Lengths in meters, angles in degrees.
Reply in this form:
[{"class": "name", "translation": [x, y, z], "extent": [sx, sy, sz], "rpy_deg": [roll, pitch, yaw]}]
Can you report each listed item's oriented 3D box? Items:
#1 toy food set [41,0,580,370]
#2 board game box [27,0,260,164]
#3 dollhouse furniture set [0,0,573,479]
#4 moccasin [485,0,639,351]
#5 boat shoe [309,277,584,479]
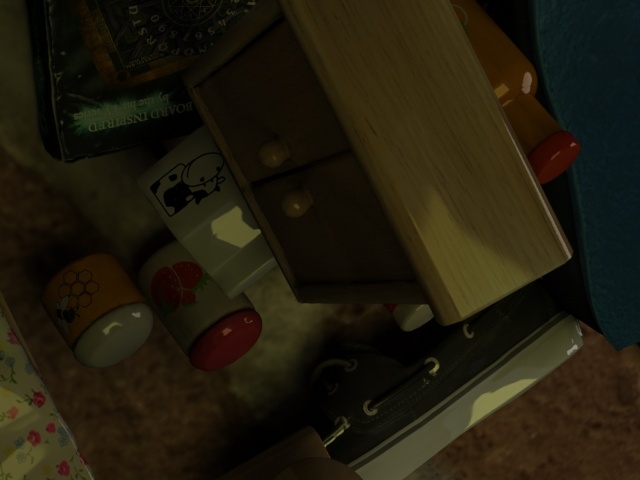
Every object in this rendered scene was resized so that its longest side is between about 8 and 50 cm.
[{"class": "toy food set", "translation": [0.000, 0.000, 0.628], "extent": [0.232, 0.104, 0.111], "rpy_deg": [-39, 158, 3]}, {"class": "board game box", "translation": [-0.036, -0.112, 0.625], "extent": [0.186, 0.026, 0.126], "rpy_deg": [-15, 123, -26]}, {"class": "dollhouse furniture set", "translation": [-0.130, 0.022, 0.444], "extent": [0.356, 0.174, 0.303], "rpy_deg": [-28, 95, -15]}, {"class": "moccasin", "translation": [0.116, -0.096, 0.678], "extent": [0.138, 0.117, 0.342], "rpy_deg": [-20, 128, -19]}, {"class": "boat shoe", "translation": [0.035, 0.082, 0.753], "extent": [0.228, 0.080, 0.076], "rpy_deg": [-32, 87, -14]}]
